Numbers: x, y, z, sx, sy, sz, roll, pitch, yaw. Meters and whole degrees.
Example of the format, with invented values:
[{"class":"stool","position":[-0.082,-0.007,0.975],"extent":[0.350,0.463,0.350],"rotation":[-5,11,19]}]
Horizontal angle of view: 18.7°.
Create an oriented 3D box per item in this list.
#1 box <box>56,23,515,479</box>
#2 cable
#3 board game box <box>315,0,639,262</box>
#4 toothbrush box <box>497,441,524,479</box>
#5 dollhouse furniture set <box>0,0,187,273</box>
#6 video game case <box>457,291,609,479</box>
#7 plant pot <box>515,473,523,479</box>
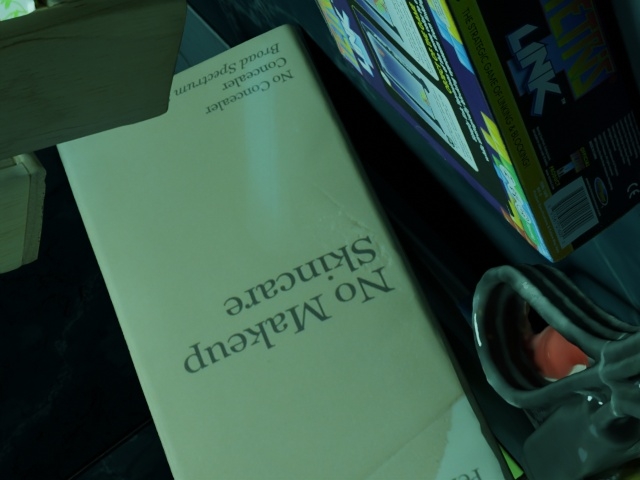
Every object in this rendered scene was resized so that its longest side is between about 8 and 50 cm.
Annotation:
[{"class":"box","position":[-0.011,0.059,0.952],"extent":[0.311,0.148,0.121],"rotation":[64,180,38]},{"class":"cable","position":[0.129,0.048,0.747],"extent":[0.287,0.072,0.139],"rotation":[124,127,-70]},{"class":"board game box","position":[0.033,-0.092,0.617],"extent":[0.141,0.048,0.170],"rotation":[50,173,41]},{"class":"toothbrush box","position":[0.103,0.281,1.295],"extent":[0.283,0.206,0.122],"rotation":[50,171,33]},{"class":"dollhouse furniture set","position":[-0.262,-0.143,0.872],"extent":[0.362,0.256,0.394],"rotation":[50,144,32]},{"class":"video game case","position":[0.138,0.108,1.013],"extent":[0.166,0.015,0.119],"rotation":[57,172,-22]},{"class":"plant pot","position":[0.156,0.282,1.093],"extent":[0.230,0.215,0.215],"rotation":[33,166,18]}]
